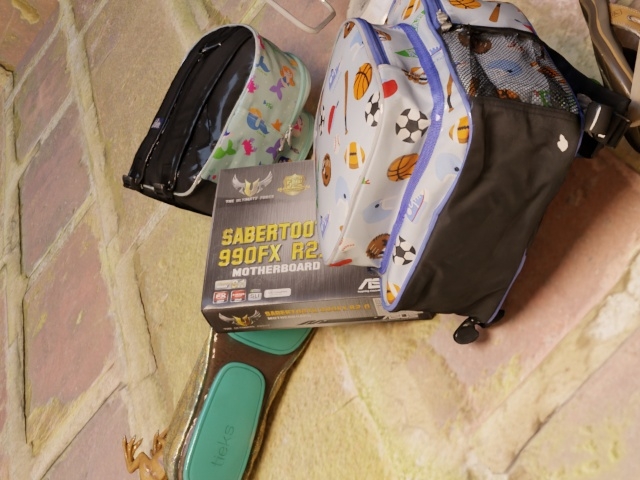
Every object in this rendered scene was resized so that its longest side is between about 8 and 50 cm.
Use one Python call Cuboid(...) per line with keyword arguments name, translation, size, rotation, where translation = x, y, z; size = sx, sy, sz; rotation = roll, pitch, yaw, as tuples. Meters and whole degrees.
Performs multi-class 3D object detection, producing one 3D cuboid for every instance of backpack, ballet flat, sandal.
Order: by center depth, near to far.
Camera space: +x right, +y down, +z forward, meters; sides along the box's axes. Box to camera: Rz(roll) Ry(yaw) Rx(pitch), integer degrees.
Cuboid(name="backpack", translation=(0.101, -0.091, 0.795), size=(0.263, 0.213, 0.276), rotation=(-89, 18, -49))
Cuboid(name="sandal", translation=(0.276, -0.171, 0.800), size=(0.060, 0.090, 0.219), rotation=(-16, 42, 19))
Cuboid(name="ballet flat", translation=(-0.088, 0.128, 1.022), size=(0.123, 0.123, 0.348), rotation=(5, 70, 55))
Cuboid(name="backpack", translation=(-0.122, -0.155, 1.201), size=(0.225, 0.191, 0.253), rotation=(14, 84, 53))

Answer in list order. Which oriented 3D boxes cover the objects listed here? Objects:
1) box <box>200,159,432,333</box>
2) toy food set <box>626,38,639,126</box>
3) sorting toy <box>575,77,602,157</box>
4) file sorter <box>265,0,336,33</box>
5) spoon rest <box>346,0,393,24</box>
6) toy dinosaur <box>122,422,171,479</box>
Cuboid(name="box", translation=(0.000, 0.000, 0.938), size=(0.231, 0.056, 0.183), rotation=(-4, 56, 12))
Cuboid(name="toy food set", translation=(0.351, -0.148, 0.678), size=(0.218, 0.071, 0.128), rotation=(-19, 46, 41))
Cuboid(name="sorting toy", translation=(0.217, -0.101, 0.814), size=(0.102, 0.042, 0.061), rotation=(118, 141, -50))
Cuboid(name="file sorter", translation=(0.014, -0.427, 1.115), size=(0.277, 0.173, 0.193), rotation=(-51, 6, 25))
Cuboid(name="spoon rest", translation=(0.119, -0.341, 1.143), size=(0.276, 0.084, 0.137), rotation=(-52, 30, 37))
Cuboid(name="toy dinosaur", translation=(-0.206, 0.288, 1.095), size=(0.211, 0.064, 0.112), rotation=(-57, 34, 6))
